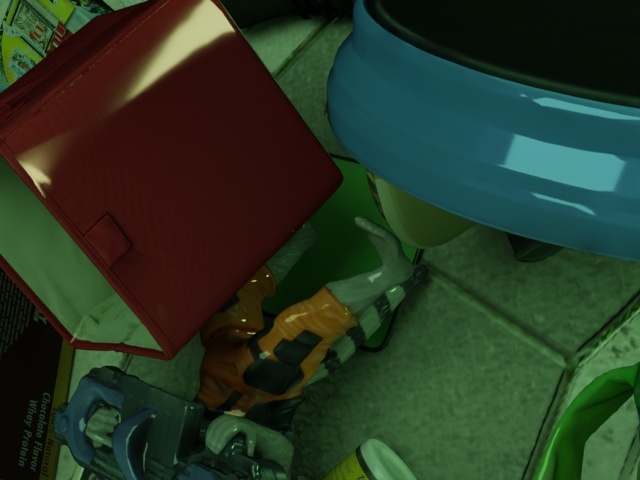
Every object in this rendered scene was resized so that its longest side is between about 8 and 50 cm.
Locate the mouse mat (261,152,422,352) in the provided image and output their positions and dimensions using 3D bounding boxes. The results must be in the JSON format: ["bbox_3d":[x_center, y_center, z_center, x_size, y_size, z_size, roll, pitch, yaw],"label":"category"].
[{"bbox_3d":[0.000,0.000,1.025,0.190,0.007,0.152,17,83,33],"label":"mouse mat"}]

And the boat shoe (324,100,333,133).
[{"bbox_3d":[0.063,-0.134,1.013,0.137,0.049,0.043,-29,23,18],"label":"boat shoe"}]

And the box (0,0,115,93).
[{"bbox_3d":[-0.203,-0.119,1.084,0.233,0.044,0.159,42,123,17],"label":"box"}]

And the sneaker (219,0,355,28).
[{"bbox_3d":[0.016,-0.237,1.039,0.267,0.101,0.106,-22,67,22],"label":"sneaker"}]

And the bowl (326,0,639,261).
[{"bbox_3d":[0.199,-0.098,0.736,0.391,0.391,0.077,21,119,32],"label":"bowl"}]

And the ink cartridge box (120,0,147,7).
[{"bbox_3d":[-0.123,-0.270,1.147,0.150,0.063,0.109,-43,59,10],"label":"ink cartridge box"}]

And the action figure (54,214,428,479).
[{"bbox_3d":[-0.032,0.140,0.879,0.341,0.178,0.330,25,86,51],"label":"action figure"}]

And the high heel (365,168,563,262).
[{"bbox_3d":[0.078,-0.089,0.862,0.093,0.261,0.186,-31,64,24],"label":"high heel"}]

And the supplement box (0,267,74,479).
[{"bbox_3d":[-0.330,0.107,1.060,0.129,0.194,0.191,-2,73,28],"label":"supplement box"}]

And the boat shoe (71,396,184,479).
[{"bbox_3d":[-0.167,0.235,0.994,0.079,0.084,0.233,8,75,31],"label":"boat shoe"}]

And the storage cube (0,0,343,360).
[{"bbox_3d":[-0.139,-0.051,0.876,0.193,0.215,0.184,-46,22,-26],"label":"storage cube"}]

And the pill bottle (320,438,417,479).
[{"bbox_3d":[0.016,0.209,0.912,0.116,0.065,0.065,-43,59,11],"label":"pill bottle"}]

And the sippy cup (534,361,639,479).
[{"bbox_3d":[0.275,0.198,0.694,0.240,0.305,0.224,14,91,-12],"label":"sippy cup"}]
